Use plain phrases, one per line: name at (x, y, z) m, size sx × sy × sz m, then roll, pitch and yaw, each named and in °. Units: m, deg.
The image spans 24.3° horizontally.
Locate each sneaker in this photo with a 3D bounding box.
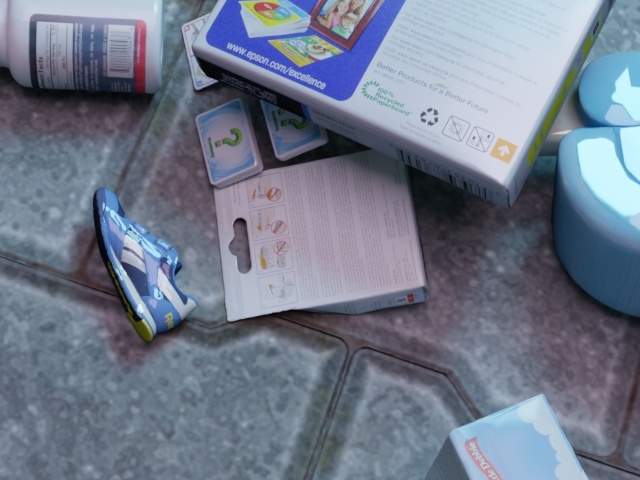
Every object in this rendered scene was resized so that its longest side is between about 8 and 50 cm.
sneaker at (-0.158, 0.016, 1.306) m, size 0.059 × 0.053 × 0.144 m, roll -23°, pitch 78°, yaw -15°

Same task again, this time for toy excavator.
toy excavator at (0.248, -0.090, 1.329) m, size 0.445 × 0.222 × 0.433 m, roll -3°, pitch 65°, yaw 3°

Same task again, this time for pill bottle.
pill bottle at (-0.235, -0.192, 1.364) m, size 0.180 × 0.108 × 0.108 m, roll 3°, pitch 65°, yaw -5°

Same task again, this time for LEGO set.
LEGO set at (-0.050, -0.191, 1.374) m, size 0.182 × 0.060 × 0.244 m, roll -21°, pitch 64°, yaw 15°

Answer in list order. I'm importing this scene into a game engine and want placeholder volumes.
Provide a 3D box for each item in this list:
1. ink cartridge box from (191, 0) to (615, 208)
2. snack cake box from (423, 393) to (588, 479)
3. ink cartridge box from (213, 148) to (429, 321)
ink cartridge box at (0.093, -0.223, 1.287) m, size 0.303 × 0.072 × 0.307 m, roll 25°, pitch 75°, yaw 17°
snack cake box at (0.182, 0.272, 1.165) m, size 0.089 × 0.152 × 0.264 m, roll -20°, pitch 69°, yaw -15°
ink cartridge box at (0.000, 0.000, 1.347) m, size 0.179 × 0.045 × 0.145 m, roll -12°, pitch 66°, yaw 8°
